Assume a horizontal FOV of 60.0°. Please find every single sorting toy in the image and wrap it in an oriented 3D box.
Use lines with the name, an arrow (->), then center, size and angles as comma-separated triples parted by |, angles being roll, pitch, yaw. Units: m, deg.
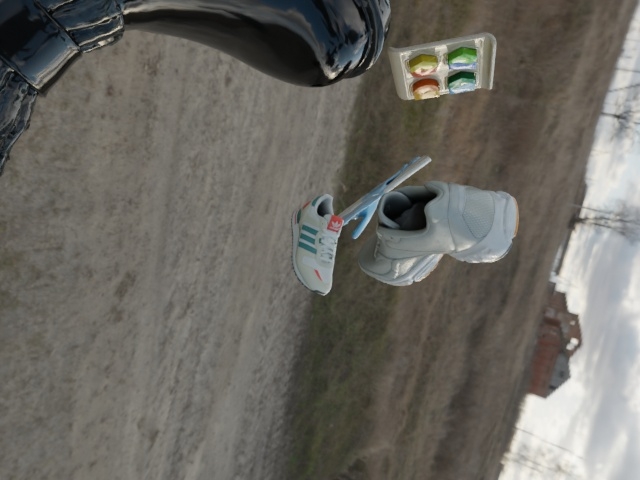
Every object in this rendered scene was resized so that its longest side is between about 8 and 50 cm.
sorting toy -> 0.255, -0.352, 1.161 | 0.193, 0.208, 0.038 | 48, 42, -69

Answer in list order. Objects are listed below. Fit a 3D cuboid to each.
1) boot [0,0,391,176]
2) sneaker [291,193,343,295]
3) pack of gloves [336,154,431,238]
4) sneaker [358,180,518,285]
boot -> -0.137, -0.128, 0.338 | 0.131, 0.348, 0.260 | -26, -139, 62
sneaker -> 0.000, 0.000, 0.816 | 0.057, 0.075, 0.161 | 23, 44, -34
pack of gloves -> 0.105, -0.068, 1.011 | 0.232, 0.046, 0.195 | -37, -176, 10
sneaker -> 0.101, -0.017, 0.661 | 0.262, 0.121, 0.099 | -29, -135, 59
